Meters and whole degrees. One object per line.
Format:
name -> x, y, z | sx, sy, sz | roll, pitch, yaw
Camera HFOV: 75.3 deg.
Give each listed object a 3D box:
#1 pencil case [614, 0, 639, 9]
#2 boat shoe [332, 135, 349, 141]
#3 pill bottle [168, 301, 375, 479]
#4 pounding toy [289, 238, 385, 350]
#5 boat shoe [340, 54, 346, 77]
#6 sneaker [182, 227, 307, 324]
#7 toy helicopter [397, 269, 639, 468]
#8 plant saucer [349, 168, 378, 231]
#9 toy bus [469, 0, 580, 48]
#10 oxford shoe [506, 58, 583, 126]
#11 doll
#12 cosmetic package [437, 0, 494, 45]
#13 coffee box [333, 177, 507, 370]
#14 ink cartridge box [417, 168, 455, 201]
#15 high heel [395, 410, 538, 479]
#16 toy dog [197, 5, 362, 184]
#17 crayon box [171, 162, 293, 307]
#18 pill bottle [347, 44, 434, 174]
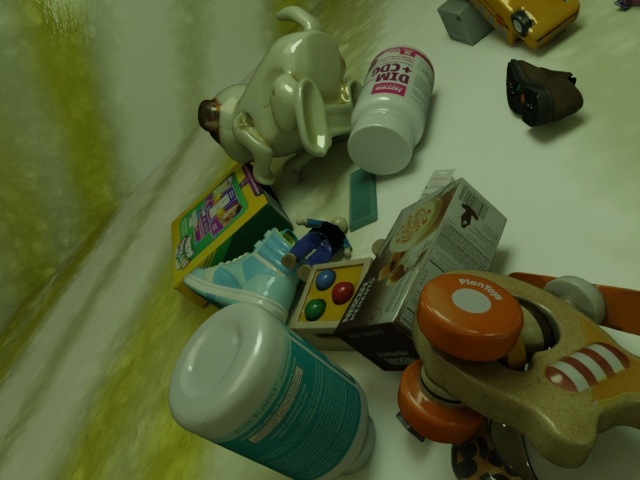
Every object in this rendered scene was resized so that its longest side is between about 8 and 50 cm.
pencil case -> 0.662, -0.537, 0.714 | 0.284, 0.124, 0.124 | -39, 34, 10
boat shoe -> 0.042, -0.326, 1.167 | 0.228, 0.068, 0.081 | -21, 40, 31
pill bottle -> -0.038, 0.199, 0.506 | 0.146, 0.264, 0.146 | -28, 36, 23
pounding toy -> 0.068, 0.069, 0.690 | 0.181, 0.094, 0.206 | -11, 46, 40
boat shoe -> -0.026, -0.451, 1.341 | 0.341, 0.122, 0.110 | -51, 38, 8
sneaker -> -0.152, 0.062, 0.905 | 0.319, 0.127, 0.208 | 11, 63, 40
toy helicopter -> 0.261, 0.116, 0.375 | 0.355, 0.140, 0.235 | 22, 35, 28
plant saucer -> 0.091, -0.102, 0.920 | 0.067, 0.018, 0.192 | -25, 39, 27
toy bus -> 0.400, -0.552, 0.902 | 0.108, 0.130, 0.332 | -35, 73, 12
oxford shoe -> 0.398, -0.272, 0.749 | 0.096, 0.082, 0.227 | -9, 40, 9
doll -> 0.000, 0.000, 0.823 | 0.189, 0.129, 0.046 | -42, -15, -46
cosmetic package -> 0.435, -0.618, 1.048 | 0.238, 0.107, 0.127 | -38, 34, 14
coffee box -> 0.141, 0.048, 0.575 | 0.246, 0.098, 0.141 | -56, 12, -29
ink cartridge box -> 0.219, -0.091, 0.764 | 0.048, 0.028, 0.083 | 6, 58, 49
high heel -> 0.210, 0.183, 0.422 | 0.186, 0.093, 0.261 | -48, 30, -7
toy dog -> -0.131, -0.329, 1.053 | 0.408, 0.395, 0.285 | -9, 20, 41
crayon box -> -0.264, -0.041, 1.145 | 0.313, 0.106, 0.363 | -42, 33, 6
pill bottle -> 0.158, -0.291, 0.927 | 0.160, 0.160, 0.283 | -13, 45, 38
